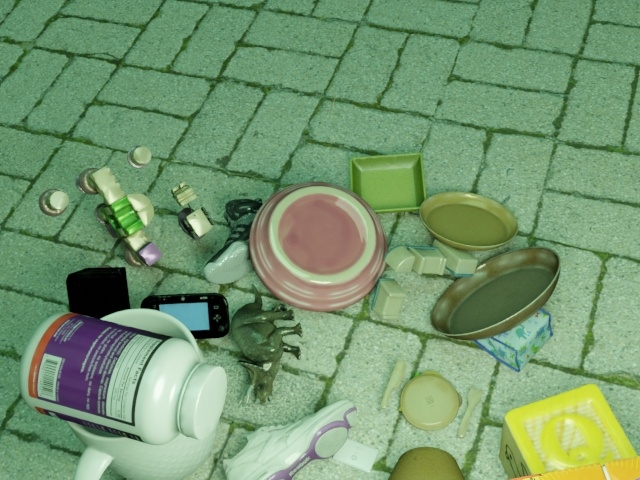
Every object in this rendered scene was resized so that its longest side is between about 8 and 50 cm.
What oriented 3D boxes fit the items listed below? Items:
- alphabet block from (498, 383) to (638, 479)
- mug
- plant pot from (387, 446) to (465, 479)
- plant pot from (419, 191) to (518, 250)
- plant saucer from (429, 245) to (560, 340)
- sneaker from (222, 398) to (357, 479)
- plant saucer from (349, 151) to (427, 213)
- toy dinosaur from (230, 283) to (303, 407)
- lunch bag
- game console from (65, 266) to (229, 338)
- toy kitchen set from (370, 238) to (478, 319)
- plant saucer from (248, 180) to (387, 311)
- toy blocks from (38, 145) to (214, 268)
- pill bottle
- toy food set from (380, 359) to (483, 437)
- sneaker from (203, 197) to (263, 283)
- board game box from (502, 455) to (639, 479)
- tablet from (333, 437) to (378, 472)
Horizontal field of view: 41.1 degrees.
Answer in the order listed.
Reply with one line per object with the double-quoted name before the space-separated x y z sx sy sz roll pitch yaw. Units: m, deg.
"alphabet block" 0.463 0.415 1.605 0.193 0.197 0.192 -19 52 -6
"mug" -0.357 0.373 1.671 0.276 0.328 0.374 15 57 19
"plant pot" 0.197 0.518 1.569 0.237 0.237 0.254 1 38 9
"plant pot" 0.351 -0.042 2.036 0.236 0.032 0.236 5 34 -3
"plant saucer" 0.384 0.122 1.845 0.311 0.050 0.310 -31 16 10
"sneaker" -0.064 0.405 1.739 0.305 0.114 0.152 -33 43 -21
"plant saucer" 0.171 -0.135 2.165 0.188 0.045 0.188 -4 52 5
"toy dinosaur" -0.134 0.203 1.904 0.160 0.121 0.313 -10 55 -16
"lunch bag" 0.407 0.189 1.858 0.129 0.096 0.151 -39 44 -21
"game console" -0.386 0.161 1.925 0.361 0.213 0.044 -3 16 3
"toy kitchen set" 0.226 0.090 1.966 0.207 0.166 0.122 4 22 -24
"plant saucer" 0.000 0.000 1.998 0.332 0.084 0.332 4 66 -8
"toy blocks" -0.485 -0.061 2.079 0.309 0.288 0.260 -35 13 -20
"pill bottle" -0.331 0.237 1.448 0.323 0.181 0.181 11 55 16
"toy food set" 0.232 0.340 1.803 0.192 0.038 0.132 20 65 15
"sneaker" -0.206 -0.006 2.090 0.268 0.101 0.153 -37 56 -26
"board game box" 0.486 0.590 1.366 0.356 0.356 0.356 -10 52 0
"tablet" 0.073 0.442 1.761 0.083 0.006 0.054 16 57 20
